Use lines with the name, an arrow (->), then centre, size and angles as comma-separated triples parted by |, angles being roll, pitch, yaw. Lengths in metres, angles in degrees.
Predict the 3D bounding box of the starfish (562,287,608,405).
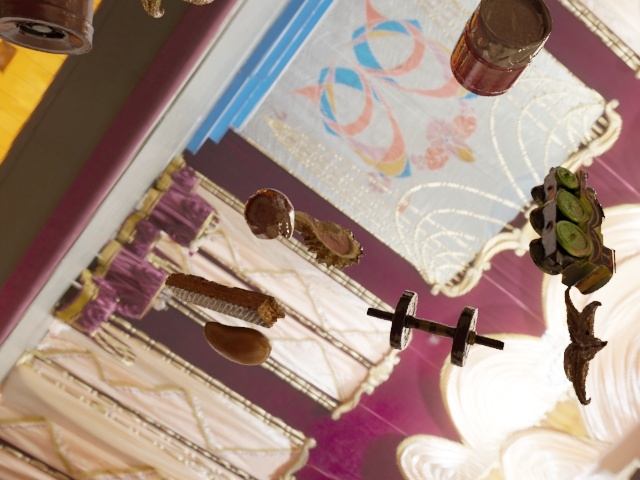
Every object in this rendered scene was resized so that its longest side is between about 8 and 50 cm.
starfish -> 0.515, 0.198, 1.224 | 0.227, 0.043, 0.240 | 95, -5, -59

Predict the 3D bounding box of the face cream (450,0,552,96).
face cream -> 0.405, -0.448, 1.409 | 0.175, 0.175, 0.195 | -58, 177, -19

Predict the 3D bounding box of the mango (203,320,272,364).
mango -> -0.211, 0.259, 1.565 | 0.085, 0.184, 0.102 | -65, 166, -55

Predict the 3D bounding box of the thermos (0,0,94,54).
thermos -> -0.266, -0.312, 0.608 | 0.124, 0.099, 0.231 | 8, 86, -61

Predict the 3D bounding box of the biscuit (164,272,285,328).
biscuit -> -0.260, 0.154, 1.640 | 0.379, 0.094, 0.054 | 11, -123, 35

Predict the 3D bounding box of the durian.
durian -> -0.006, 0.003, 1.436 | 0.078, 0.224, 0.140 | -47, -155, 35

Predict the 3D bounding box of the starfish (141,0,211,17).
starfish -> -0.289, -0.517, 1.172 | 0.238, 0.216, 0.071 | -47, -144, 45

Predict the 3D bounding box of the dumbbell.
dumbbell -> 0.262, 0.203, 1.444 | 0.143, 0.326, 0.143 | 13, 90, -70

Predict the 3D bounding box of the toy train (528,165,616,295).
toy train -> 0.521, -0.033, 1.289 | 0.100, 0.161, 0.296 | -53, -166, 49

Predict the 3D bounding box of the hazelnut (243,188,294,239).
hazelnut -> -0.075, -0.036, 0.934 | 0.086, 0.086, 0.086 | -51, -167, 16
